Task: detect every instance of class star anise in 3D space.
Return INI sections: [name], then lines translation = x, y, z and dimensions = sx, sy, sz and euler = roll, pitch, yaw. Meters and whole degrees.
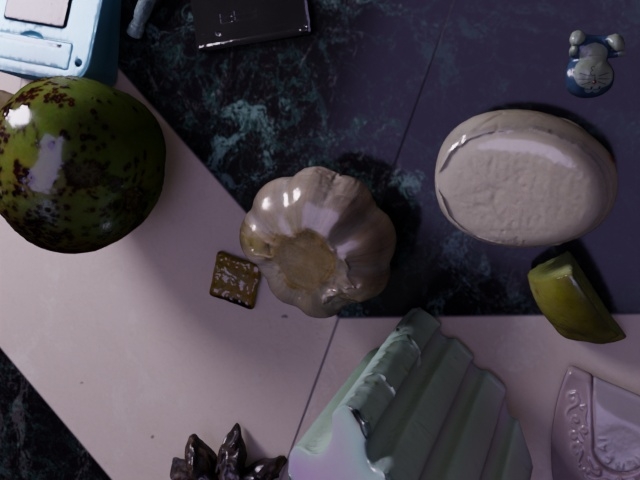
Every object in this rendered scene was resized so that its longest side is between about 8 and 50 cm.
[star anise]
translation = -0.167, 0.444, 1.292
dimensions = 0.236, 0.109, 0.223
euler = 34, 117, 7

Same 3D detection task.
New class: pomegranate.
[pomegranate]
translation = -0.415, -0.135, 1.142
dimensions = 0.341, 0.285, 0.285
euler = 27, 111, 12

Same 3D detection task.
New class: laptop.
[laptop]
translation = -0.108, -0.361, 1.113
dimensions = 0.197, 0.016, 0.135
euler = -3, 101, 21

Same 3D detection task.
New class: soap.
[soap]
translation = 0.123, 0.279, 0.953
dimensions = 0.261, 0.446, 0.156
euler = 45, 113, 4

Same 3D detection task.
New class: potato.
[potato]
translation = 0.338, 0.101, 1.006
dimensions = 0.081, 0.120, 0.149
euler = -33, 89, 23

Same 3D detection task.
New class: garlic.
[garlic]
translation = 0.001, -0.004, 1.088
dimensions = 0.228, 0.152, 0.227
euler = 4, 108, 12

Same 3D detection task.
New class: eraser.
[eraser]
translation = 0.411, 0.325, 1.067
dimensions = 0.204, 0.059, 0.243
euler = 21, 105, 15

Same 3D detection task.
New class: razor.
[razor]
translation = -0.242, -0.412, 1.130
dimensions = 0.106, 0.068, 0.232
euler = 43, 123, 16

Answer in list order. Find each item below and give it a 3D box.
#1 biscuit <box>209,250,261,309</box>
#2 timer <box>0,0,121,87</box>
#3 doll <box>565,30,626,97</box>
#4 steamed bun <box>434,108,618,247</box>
[biscuit]
translation = -0.139, 0.065, 1.230
dimensions = 0.083, 0.018, 0.081
euler = 17, 108, 15
[timer]
translation = -0.429, -0.381, 1.211
dimensions = 0.232, 0.091, 0.250
euler = 14, 96, 18
[doll]
translation = 0.349, -0.224, 0.959
dimensions = 0.076, 0.050, 0.083
euler = 2, 103, 1
[steamed bun]
translation = 0.267, -0.085, 0.980
dimensions = 0.228, 0.131, 0.177
euler = 7, 116, 17
